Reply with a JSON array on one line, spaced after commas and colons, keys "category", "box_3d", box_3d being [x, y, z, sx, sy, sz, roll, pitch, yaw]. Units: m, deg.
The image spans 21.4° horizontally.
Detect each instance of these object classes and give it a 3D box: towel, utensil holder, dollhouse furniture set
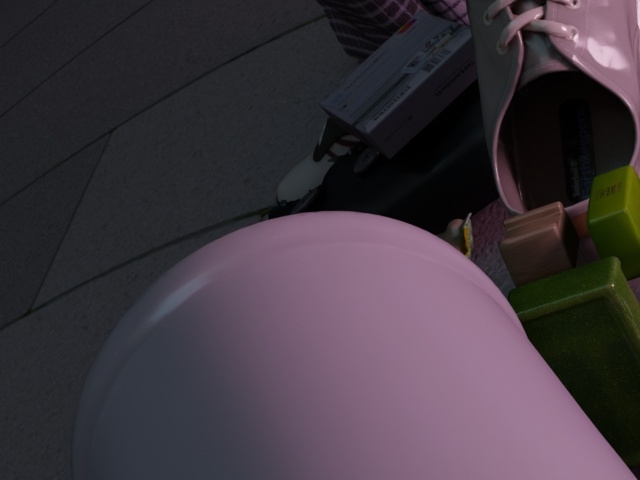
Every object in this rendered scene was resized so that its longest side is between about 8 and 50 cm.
[{"category": "towel", "box_3d": [0.045, -0.307, 1.990, 0.121, 0.235, 0.283, -54, 25, -2]}, {"category": "utensil holder", "box_3d": [0.044, 0.206, 0.993, 0.327, 0.327, 0.385, -44, 29, 5]}, {"category": "dollhouse furniture set", "box_3d": [0.129, 0.089, 1.318, 0.301, 0.151, 0.197, -20, 23, 23]}]

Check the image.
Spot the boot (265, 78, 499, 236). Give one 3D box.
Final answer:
[{"category": "boot", "box_3d": [0.046, 0.020, 1.634, 0.445, 0.146, 0.367, -33, 30, 18]}]

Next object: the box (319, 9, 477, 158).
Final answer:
[{"category": "box", "box_3d": [0.083, -0.155, 1.645, 0.145, 0.038, 0.186, -43, 20, -2]}]

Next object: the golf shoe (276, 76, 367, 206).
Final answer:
[{"category": "golf shoe", "box_3d": [0.038, -0.121, 1.861, 0.273, 0.120, 0.105, -32, 30, 31]}]

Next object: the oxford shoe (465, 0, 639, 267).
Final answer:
[{"category": "oxford shoe", "box_3d": [0.192, -0.198, 1.440, 0.169, 0.130, 0.449, -13, 77, 22]}]
